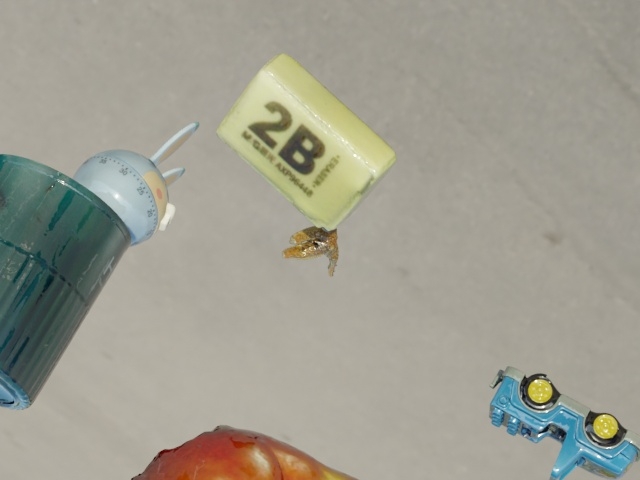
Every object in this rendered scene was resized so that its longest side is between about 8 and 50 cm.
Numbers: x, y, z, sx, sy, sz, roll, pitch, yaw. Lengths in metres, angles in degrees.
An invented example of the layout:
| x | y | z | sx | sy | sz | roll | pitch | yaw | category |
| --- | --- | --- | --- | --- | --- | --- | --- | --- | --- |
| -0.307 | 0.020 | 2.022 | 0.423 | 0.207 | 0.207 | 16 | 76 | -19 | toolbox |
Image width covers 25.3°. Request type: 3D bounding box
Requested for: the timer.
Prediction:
| x | y | z | sx | sy | sz | roll | pitch | yaw | category |
| --- | --- | --- | --- | --- | --- | --- | --- | --- | --- |
| -0.279 | -0.076 | 2.283 | 0.175 | 0.255 | 0.175 | 24 | 121 | 49 | timer |

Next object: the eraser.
| x | y | z | sx | sy | sz | roll | pitch | yaw | category |
| --- | --- | --- | --- | --- | --- | --- | --- | --- | --- |
| -0.016 | -0.103 | 1.529 | 0.172 | 0.058 | 0.117 | 43 | 128 | 2 | eraser |

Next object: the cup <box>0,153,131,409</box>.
| x | y | z | sx | sy | sz | roll | pitch | yaw | category |
| --- | --- | --- | --- | --- | --- | --- | --- | --- | --- |
| -0.460 | 0.067 | 2.044 | 0.242 | 0.292 | 0.308 | 40 | 152 | -28 | cup |

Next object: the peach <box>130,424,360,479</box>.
| x | y | z | sx | sy | sz | roll | pitch | yaw | category |
| --- | --- | --- | --- | --- | --- | --- | --- | --- | --- |
| -0.048 | 0.386 | 1.333 | 0.310 | 0.335 | 0.406 | 26 | 119 | 34 | peach |

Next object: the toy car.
| x | y | z | sx | sy | sz | roll | pitch | yaw | category |
| --- | --- | --- | --- | --- | --- | --- | --- | --- | --- |
| 0.272 | 0.225 | 1.645 | 0.191 | 0.100 | 0.097 | 27 | 167 | 14 | toy car |

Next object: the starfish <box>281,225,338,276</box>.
| x | y | z | sx | sy | sz | roll | pitch | yaw | category |
| --- | --- | --- | --- | --- | --- | --- | --- | --- | --- |
| 0.005 | -0.002 | 1.736 | 0.041 | 0.133 | 0.130 | -1 | 138 | 30 | starfish |
